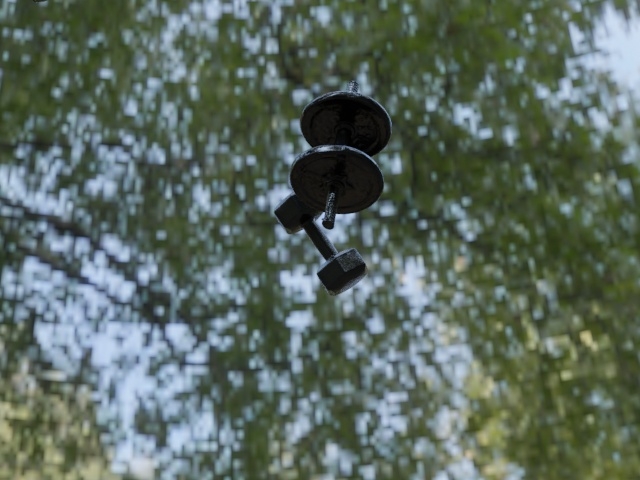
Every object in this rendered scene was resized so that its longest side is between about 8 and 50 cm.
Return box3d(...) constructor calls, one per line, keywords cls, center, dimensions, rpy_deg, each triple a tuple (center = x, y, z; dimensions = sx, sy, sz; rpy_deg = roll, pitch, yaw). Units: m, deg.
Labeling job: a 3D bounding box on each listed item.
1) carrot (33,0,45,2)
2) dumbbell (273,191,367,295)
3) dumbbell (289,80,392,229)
box3d(cls="carrot", center=(-0.145, -0.235, 1.372), dimensions=(0.173, 0.082, 0.082), rpy_deg=(-20, -48, 1))
box3d(cls="dumbbell", center=(0.000, 0.000, 1.419), dimensions=(0.040, 0.083, 0.036), rpy_deg=(-43, -18, 26))
box3d(cls="dumbbell", center=(0.015, -0.063, 1.372), dimensions=(0.069, 0.147, 0.069), rpy_deg=(6, -42, 5))
